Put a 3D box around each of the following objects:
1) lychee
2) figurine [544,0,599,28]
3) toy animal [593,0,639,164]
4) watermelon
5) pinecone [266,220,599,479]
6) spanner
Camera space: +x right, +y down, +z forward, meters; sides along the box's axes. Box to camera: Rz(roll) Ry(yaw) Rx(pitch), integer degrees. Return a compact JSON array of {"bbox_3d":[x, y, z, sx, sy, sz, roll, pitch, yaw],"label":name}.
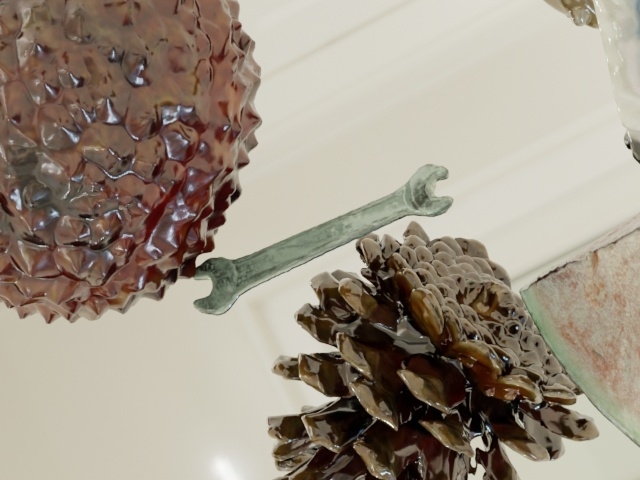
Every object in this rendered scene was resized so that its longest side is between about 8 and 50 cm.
[{"bbox_3d":[-0.271,-0.156,1.983,0.424,0.425,0.500,46,-145,-64],"label":"lychee"},{"bbox_3d":[0.309,-0.294,1.939,0.247,0.173,0.177,25,177,42],"label":"figurine"},{"bbox_3d":[0.287,-0.152,1.392,0.208,0.156,0.204,-2,-103,-74],"label":"toy animal"},{"bbox_3d":[0.386,0.068,1.839,0.250,0.283,0.292,51,175,-4],"label":"watermelon"},{"bbox_3d":[0.100,0.187,2.097,0.384,0.384,0.384,60,-172,-15],"label":"pinecone"},{"bbox_3d":[0.000,0.000,1.960,0.017,0.302,0.071,54,-165,-55],"label":"spanner"}]
